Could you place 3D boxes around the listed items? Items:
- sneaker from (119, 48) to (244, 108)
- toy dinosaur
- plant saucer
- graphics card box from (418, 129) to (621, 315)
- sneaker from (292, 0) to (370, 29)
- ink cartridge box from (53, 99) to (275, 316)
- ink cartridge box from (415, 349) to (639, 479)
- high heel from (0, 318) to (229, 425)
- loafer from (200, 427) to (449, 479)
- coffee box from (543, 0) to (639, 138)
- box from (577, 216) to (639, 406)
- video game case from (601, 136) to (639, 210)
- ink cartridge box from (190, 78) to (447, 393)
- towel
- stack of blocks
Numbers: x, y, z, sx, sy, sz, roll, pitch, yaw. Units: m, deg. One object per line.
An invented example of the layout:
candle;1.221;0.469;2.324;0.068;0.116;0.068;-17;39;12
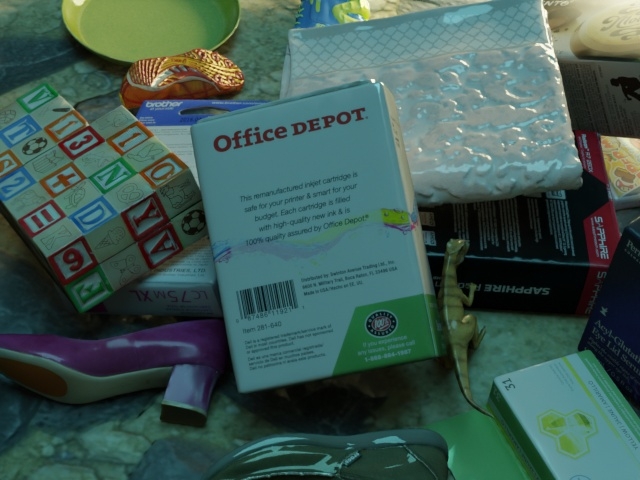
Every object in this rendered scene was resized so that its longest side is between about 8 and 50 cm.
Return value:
sneaker;-0.178;-0.203;1.656;0.175;0.067;0.064;-7;64;-34
toy dinosaur;0.141;0.104;1.356;0.064;0.112;0.211;-10;64;8
plant saucer;-0.228;-0.302;1.759;0.241;0.037;0.241;3;46;-3
graphics card box;0.148;-0.034;1.504;0.371;0.094;0.232;4;47;-4
sneaker;-0.003;-0.301;1.745;0.126;0.091;0.240;-19;52;-22
ink cartridge box;-0.160;-0.044;1.478;0.186;0.065;0.311;1;47;16
ink cartridge box;0.209;0.215;1.303;0.235;0.056;0.171;-13;49;-20
high heel;-0.217;0.107;1.334;0.244;0.082;0.117;12;55;-1
loafer;0.008;0.237;1.230;0.251;0.094;0.087;-7;47;-9
coffee box;0.340;-0.223;1.603;0.297;0.119;0.168;11;46;41
box;0.376;0.076;1.345;0.108;0.207;0.153;-28;55;-28
video game case;0.423;-0.137;1.678;0.206;0.026;0.227;-9;48;-14
ink cartridge box;0.000;0.000;1.311;0.201;0.117;0.278;-12;84;11
towel;0.112;-0.156;1.477;0.332;0.053;0.317;-7;46;8
stack of blocks;-0.264;-0.065;1.422;0.171;0.087;0.297;-34;42;-15
